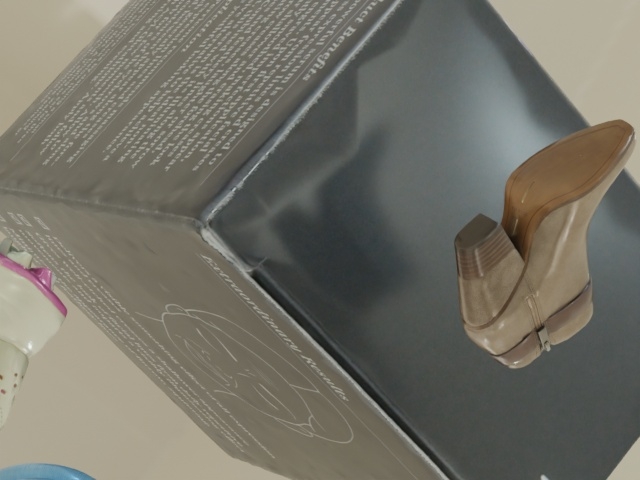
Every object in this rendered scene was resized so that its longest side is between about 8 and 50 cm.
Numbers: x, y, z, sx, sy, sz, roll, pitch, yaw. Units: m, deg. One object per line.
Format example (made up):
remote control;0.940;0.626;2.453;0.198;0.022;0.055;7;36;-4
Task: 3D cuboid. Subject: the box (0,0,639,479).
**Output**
box;0.000;0.000;1.245;0.212;0.293;0.395;-49;-155;-16

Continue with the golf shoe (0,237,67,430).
golf shoe;-0.270;0.015;0.860;0.115;0.306;0.140;154;-41;-87

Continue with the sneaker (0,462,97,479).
sneaker;-0.194;0.248;1.031;0.319;0.127;0.208;-48;-174;23

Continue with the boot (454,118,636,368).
boot;0.115;0.006;0.969;0.118;0.087;0.042;-35;-141;-6
